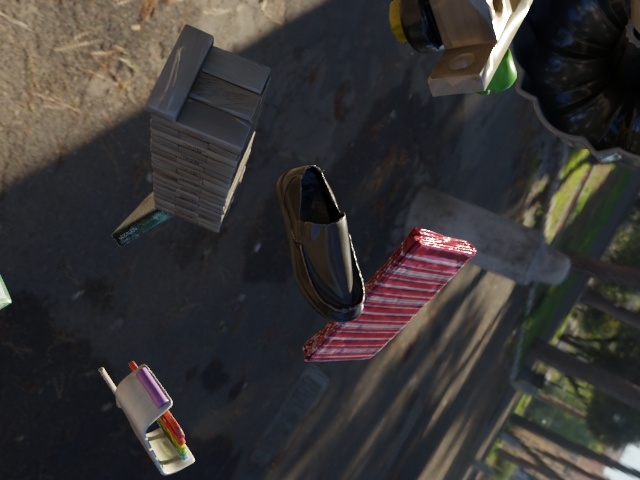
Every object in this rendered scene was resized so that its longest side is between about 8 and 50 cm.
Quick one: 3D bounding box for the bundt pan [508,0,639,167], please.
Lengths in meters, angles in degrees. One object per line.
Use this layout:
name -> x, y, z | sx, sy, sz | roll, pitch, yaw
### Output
bundt pan -> 0.405, -0.236, 0.958 | 0.331, 0.331, 0.124 | -62, 157, -1

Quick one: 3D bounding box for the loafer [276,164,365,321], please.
loafer -> 0.000, 0.000, 0.999 | 0.080, 0.220, 0.078 | -18, 169, -22

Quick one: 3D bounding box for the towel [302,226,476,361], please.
towel -> 0.110, 0.092, 1.210 | 0.275, 0.031, 0.199 | -49, 149, 21

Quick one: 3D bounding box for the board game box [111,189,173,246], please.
board game box -> -0.249, -0.065, 1.242 | 0.126, 0.026, 0.186 | -27, -162, 21

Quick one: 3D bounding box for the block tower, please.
block tower -> -0.126, -0.099, 0.842 | 0.335, 0.097, 0.091 | 123, -13, -73

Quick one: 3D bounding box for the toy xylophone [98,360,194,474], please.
toy xylophone -> -0.366, 0.370, 1.643 | 0.081, 0.236, 0.323 | -32, 157, -21

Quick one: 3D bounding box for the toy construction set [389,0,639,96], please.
toy construction set -> 0.136, -0.176, 0.457 | 0.309, 0.257, 0.237 | -89, 164, -53

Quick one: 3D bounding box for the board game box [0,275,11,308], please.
board game box -> -0.555, 0.116, 0.892 | 0.213, 0.046, 0.317 | -28, 172, 23
